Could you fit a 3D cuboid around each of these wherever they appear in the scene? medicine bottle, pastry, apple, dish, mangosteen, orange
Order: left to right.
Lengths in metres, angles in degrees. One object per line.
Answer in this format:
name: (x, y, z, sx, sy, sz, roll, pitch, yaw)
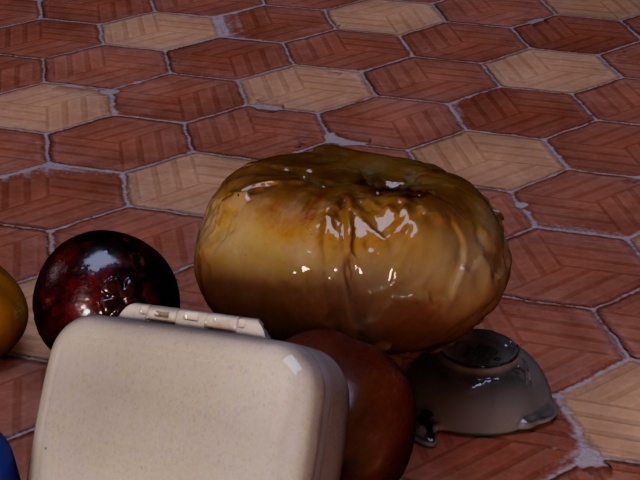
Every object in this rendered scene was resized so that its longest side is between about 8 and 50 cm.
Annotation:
orange: (-0.477, 0.093, 2.147, 0.159, 0.136, 0.159, 3, 25, -1)
mangosteen: (-0.288, 0.083, 2.115, 0.210, 0.210, 0.210, 0, 25, 0)
medicine bottle: (-0.146, 0.216, 1.689, 0.375, 0.282, 0.123, 6, -8, 35)
apple: (0.002, 0.215, 1.791, 0.234, 0.234, 0.234, 0, 25, 0)
pastry: (0.038, 0.029, 2.000, 0.409, 0.245, 0.409, 2, 18, 0)
dish: (0.192, 0.174, 2.033, 0.224, 0.078, 0.246, 23, 34, 38)

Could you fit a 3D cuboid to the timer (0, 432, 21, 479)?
timer: (-0.449, 0.186, 1.658, 0.270, 0.383, 0.270, 0, 26, 0)
